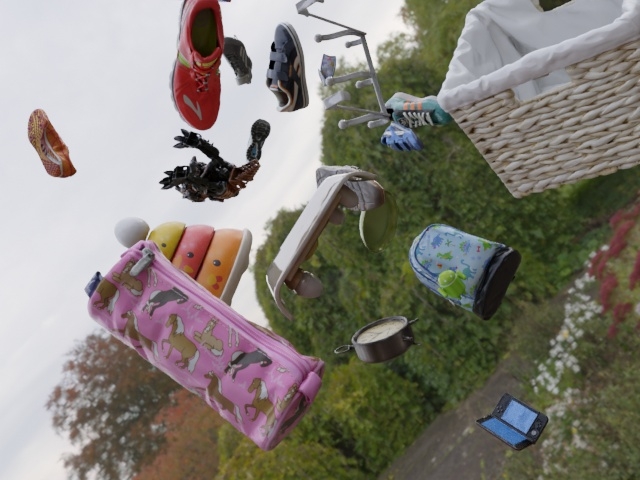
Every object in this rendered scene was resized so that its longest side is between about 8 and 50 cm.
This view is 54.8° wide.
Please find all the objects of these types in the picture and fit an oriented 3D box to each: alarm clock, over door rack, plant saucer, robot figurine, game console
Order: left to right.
[{"bbox_3d":[0.042,-0.386,1.397,0.108,0.239,0.324,-18,-5,23],"label":"over door rack"},{"bbox_3d":[0.120,0.222,1.339,0.192,0.064,0.129,-15,11,20],"label":"alarm clock"},{"bbox_3d":[0.213,-0.072,2.305,0.241,0.037,0.240,-16,-69,-51],"label":"plant saucer"},{"bbox_3d":[0.443,0.147,2.079,0.101,0.115,0.067,-42,18,-2],"label":"robot figurine"},{"bbox_3d":[0.520,0.489,1.676,0.124,0.144,0.085,-57,-44,-6],"label":"game console"}]

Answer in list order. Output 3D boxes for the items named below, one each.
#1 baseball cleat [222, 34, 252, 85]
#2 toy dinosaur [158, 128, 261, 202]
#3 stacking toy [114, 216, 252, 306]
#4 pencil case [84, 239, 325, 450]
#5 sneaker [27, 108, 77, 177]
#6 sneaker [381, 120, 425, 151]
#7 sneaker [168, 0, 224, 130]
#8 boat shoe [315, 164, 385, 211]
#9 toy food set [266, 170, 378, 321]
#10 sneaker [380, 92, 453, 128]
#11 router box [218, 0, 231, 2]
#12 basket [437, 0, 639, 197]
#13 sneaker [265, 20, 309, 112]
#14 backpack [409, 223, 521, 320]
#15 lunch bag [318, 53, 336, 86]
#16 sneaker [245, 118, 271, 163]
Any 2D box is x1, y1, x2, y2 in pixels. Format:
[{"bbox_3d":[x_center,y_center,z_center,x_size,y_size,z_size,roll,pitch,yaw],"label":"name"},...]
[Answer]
[{"bbox_3d":[-0.242,-0.525,1.828,0.072,0.109,0.206,-11,-10,15],"label":"baseball cleat"},{"bbox_3d":[-0.275,-0.174,1.580,0.322,0.218,0.164,-29,49,30],"label":"toy dinosaur"},{"bbox_3d":[-0.512,0.050,2.228,0.350,0.480,0.350,-159,90,-79],"label":"stacking toy"},{"bbox_3d":[-0.175,0.156,0.954,0.160,0.386,0.167,-54,-15,-11],"label":"pencil case"},{"bbox_3d":[-0.618,-0.219,1.414,0.064,0.175,0.067,-24,-4,20],"label":"sneaker"},{"bbox_3d":[0.193,-0.232,1.445,0.059,0.053,0.144,-45,31,0],"label":"sneaker"},{"bbox_3d":[-0.239,-0.347,1.213,0.118,0.108,0.278,-130,39,-58],"label":"sneaker"},{"bbox_3d":[0.103,-0.169,1.832,0.117,0.324,0.123,-12,-67,-26],"label":"boat shoe"},{"bbox_3d":[0.000,0.000,1.204,0.306,0.092,0.220,-58,10,0],"label":"toy food set"},{"bbox_3d":[0.333,-0.437,2.164,0.121,0.108,0.302,-46,38,-16],"label":"sneaker"},{"bbox_3d":[-0.284,-0.684,1.348,0.082,0.336,0.300,17,-89,-53],"label":"router box"},{"bbox_3d":[0.434,-0.299,1.073,0.329,0.266,0.331,-16,38,41],"label":"basket"},{"bbox_3d":[-0.130,-0.616,2.227,0.128,0.126,0.320,-26,-60,-26],"label":"sneaker"},{"bbox_3d":[0.506,0.087,2.286,0.273,0.356,0.290,39,-100,-46],"label":"backpack"},{"bbox_3d":[0.019,-0.529,1.922,0.071,0.053,0.083,66,-146,-89],"label":"lunch bag"},{"bbox_3d":[-0.211,-0.317,1.981,0.073,0.064,0.162,-26,44,68],"label":"sneaker"}]
